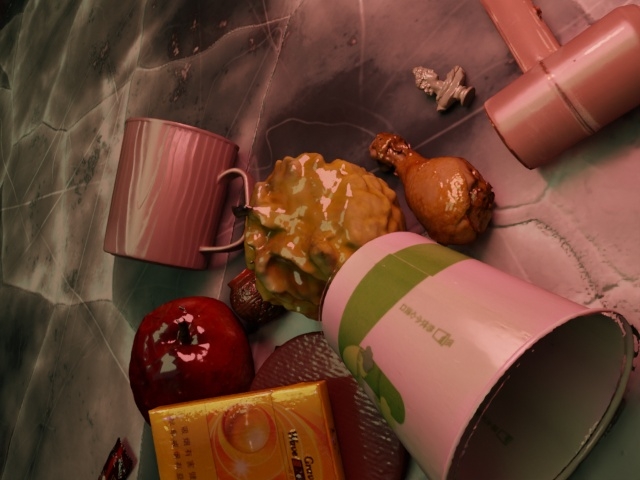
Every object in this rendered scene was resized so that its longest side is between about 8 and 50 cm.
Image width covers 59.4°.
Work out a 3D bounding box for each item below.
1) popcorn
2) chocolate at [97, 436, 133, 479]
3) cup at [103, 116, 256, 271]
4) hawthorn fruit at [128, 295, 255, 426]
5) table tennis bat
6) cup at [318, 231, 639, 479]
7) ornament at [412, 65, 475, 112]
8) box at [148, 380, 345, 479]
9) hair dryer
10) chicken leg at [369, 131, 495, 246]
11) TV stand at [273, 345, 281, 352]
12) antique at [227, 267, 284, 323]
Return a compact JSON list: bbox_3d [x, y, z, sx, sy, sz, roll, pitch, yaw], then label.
[{"bbox_3d":[-0.003,-0.007,0.795,0.249,0.225,0.249,-19,57,33],"label":"popcorn"},{"bbox_3d":[-0.451,0.516,1.199,0.086,0.028,0.182,38,103,40],"label":"chocolate"},{"bbox_3d":[-0.263,-0.082,1.103,0.208,0.289,0.272,174,108,-79],"label":"cup"},{"bbox_3d":[-0.210,0.187,0.926,0.266,0.211,0.230,106,163,-50],"label":"hawthorn fruit"},{"bbox_3d":[-0.016,0.333,0.806,0.268,0.051,0.414,15,93,31],"label":"table tennis bat"},{"bbox_3d":[0.149,0.123,0.617,0.274,0.253,0.253,40,106,49],"label":"cup"},{"bbox_3d":[0.180,-0.222,0.812,0.092,0.041,0.068,4,87,34],"label":"ornament"},{"bbox_3d":[-0.107,0.290,0.785,0.270,0.043,0.152,-13,85,17],"label":"box"},{"bbox_3d":[0.273,-0.270,0.707,0.189,0.107,0.344,-36,50,30],"label":"hair dryer"},{"bbox_3d":[0.142,-0.085,0.780,0.107,0.087,0.251,-49,43,8],"label":"chicken leg"},{"bbox_3d":[-0.083,0.297,0.903,0.040,0.049,0.256,20,92,43],"label":"TV stand"},{"bbox_3d":[-0.104,0.092,0.948,0.104,0.104,0.103,-14,69,40],"label":"antique"}]
